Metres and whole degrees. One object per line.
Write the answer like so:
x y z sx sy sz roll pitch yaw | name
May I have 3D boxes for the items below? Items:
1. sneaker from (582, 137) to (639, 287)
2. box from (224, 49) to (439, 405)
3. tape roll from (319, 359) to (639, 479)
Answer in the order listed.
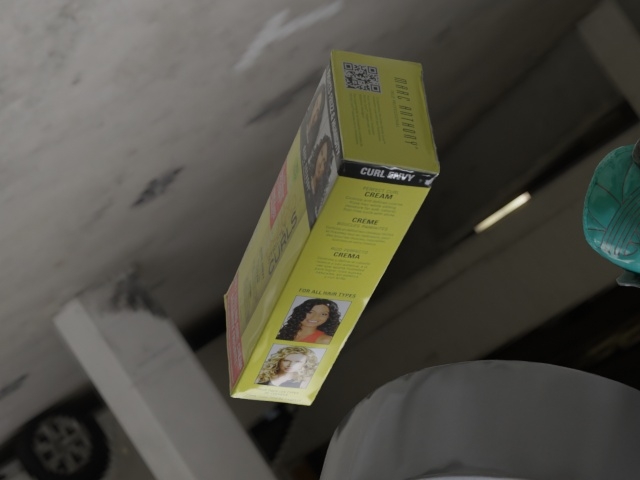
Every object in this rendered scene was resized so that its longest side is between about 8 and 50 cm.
0.235 0.013 0.854 0.295 0.178 0.124 -41 141 -50 | sneaker
0.000 0.000 0.845 0.058 0.087 0.232 7 141 -16 | box
0.102 0.159 0.720 0.219 0.219 0.072 -37 -155 39 | tape roll
